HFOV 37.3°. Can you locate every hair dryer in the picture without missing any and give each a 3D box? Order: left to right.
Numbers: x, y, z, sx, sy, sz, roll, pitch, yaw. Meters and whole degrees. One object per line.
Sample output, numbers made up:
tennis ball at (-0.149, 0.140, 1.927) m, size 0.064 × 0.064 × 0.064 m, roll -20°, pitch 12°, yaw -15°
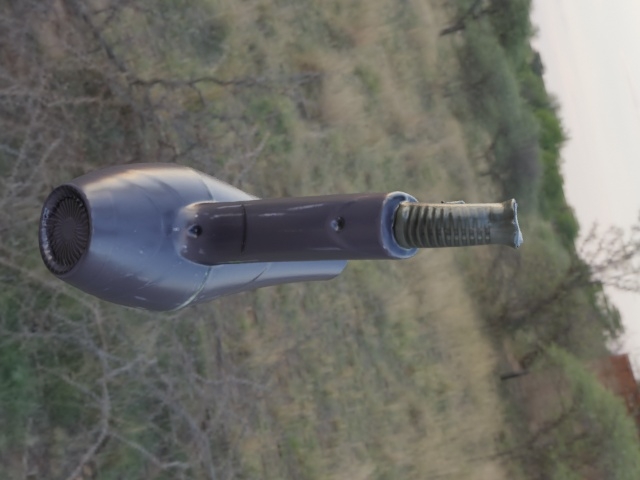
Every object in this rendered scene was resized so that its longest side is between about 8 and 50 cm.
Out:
hair dryer at (0.000, 0.000, 0.725) m, size 0.301 × 0.361 × 0.121 m, roll 4°, pitch 87°, yaw -48°
